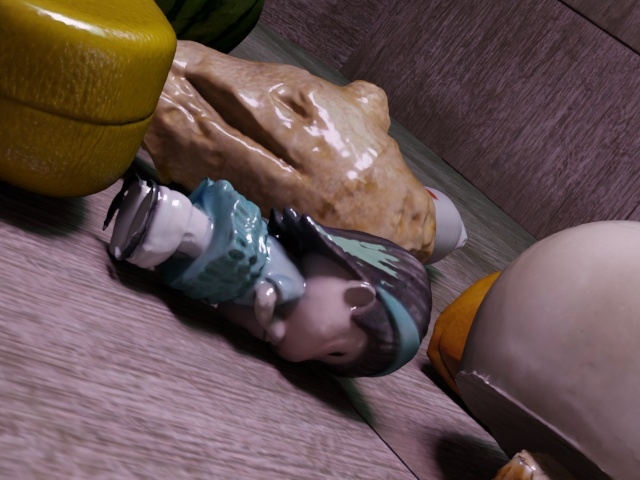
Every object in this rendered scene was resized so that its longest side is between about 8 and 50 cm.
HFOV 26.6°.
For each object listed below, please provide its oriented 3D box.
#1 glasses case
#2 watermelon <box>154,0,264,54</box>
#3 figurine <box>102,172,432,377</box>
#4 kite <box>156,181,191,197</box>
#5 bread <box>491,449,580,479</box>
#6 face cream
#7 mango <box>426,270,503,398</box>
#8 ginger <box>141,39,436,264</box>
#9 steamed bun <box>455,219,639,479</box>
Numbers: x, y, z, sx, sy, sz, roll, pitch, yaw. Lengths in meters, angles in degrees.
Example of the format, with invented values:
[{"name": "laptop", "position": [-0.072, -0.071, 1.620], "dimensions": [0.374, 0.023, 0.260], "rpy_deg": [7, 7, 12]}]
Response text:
[{"name": "glasses case", "position": [-0.210, -0.140, 0.984], "dimensions": [0.173, 0.141, 0.371], "rpy_deg": [16, 18, -24]}, {"name": "watermelon", "position": [-0.202, -0.247, 1.243], "dimensions": [0.330, 0.330, 0.189], "rpy_deg": [29, 50, -39]}, {"name": "figurine", "position": [-0.034, 0.022, 0.969], "dimensions": [0.245, 0.110, 0.138], "rpy_deg": [25, -4, -26]}, {"name": "kite", "position": [-0.086, -0.020, 1.226], "dimensions": [0.141, 0.015, 0.245], "rpy_deg": [39, 11, -2]}, {"name": "bread", "position": [0.152, 0.192, 0.916], "dimensions": [0.083, 0.070, 0.076], "rpy_deg": [46, 14, 32]}, {"name": "face cream", "position": [0.101, -0.020, 1.622], "dimensions": [0.102, 0.102, 0.345], "rpy_deg": [40, 10, 14]}, {"name": "mango", "position": [0.223, 0.129, 1.266], "dimensions": [0.236, 0.136, 0.166], "rpy_deg": [47, 10, 23]}, {"name": "ginger", "position": [-0.056, -0.081, 1.165], "dimensions": [0.354, 0.190, 0.126], "rpy_deg": [25, -6, -3]}, {"name": "steamed bun", "position": [0.262, 0.120, 1.012], "dimensions": [0.324, 0.206, 0.324], "rpy_deg": [44, -10, 10]}]
